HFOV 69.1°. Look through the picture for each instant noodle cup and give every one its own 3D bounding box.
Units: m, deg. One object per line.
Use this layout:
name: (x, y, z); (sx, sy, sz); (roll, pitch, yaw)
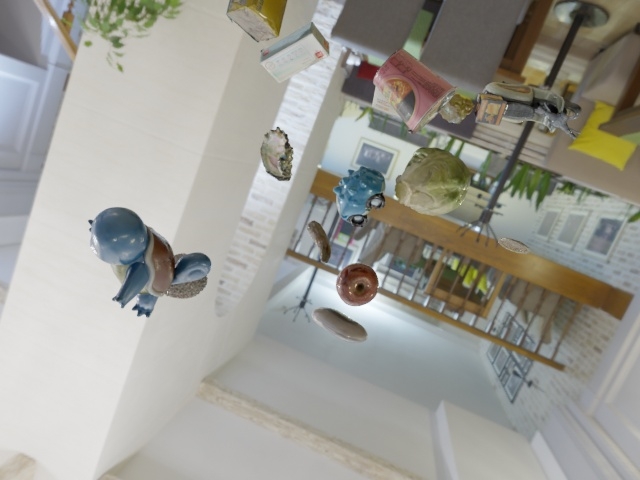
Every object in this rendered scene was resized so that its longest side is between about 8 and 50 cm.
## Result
instant noodle cup: (0.340, -0.565, 1.732); (0.255, 0.244, 0.244); (46, -167, 6)

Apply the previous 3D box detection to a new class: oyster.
oyster: (-0.205, -0.413, 2.268); (0.092, 0.259, 0.198); (-4, 164, -45)

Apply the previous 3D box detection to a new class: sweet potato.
sweet potato: (0.000, 0.000, 2.066); (0.075, 0.075, 0.273); (16, -148, -33)

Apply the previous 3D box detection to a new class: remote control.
remote control: (0.098, 0.437, 2.418); (0.332, 0.103, 0.221); (25, -168, 40)

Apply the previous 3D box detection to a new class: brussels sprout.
brussels sprout: (0.461, -0.237, 1.880); (0.274, 0.316, 0.242); (34, 147, 9)

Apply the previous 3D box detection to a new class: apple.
apple: (0.164, 0.198, 2.098); (0.201, 0.201, 0.162); (19, 180, -14)

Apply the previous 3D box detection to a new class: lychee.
lychee: (-0.488, 0.119, 1.604); (0.198, 0.165, 0.165); (28, -170, 6)

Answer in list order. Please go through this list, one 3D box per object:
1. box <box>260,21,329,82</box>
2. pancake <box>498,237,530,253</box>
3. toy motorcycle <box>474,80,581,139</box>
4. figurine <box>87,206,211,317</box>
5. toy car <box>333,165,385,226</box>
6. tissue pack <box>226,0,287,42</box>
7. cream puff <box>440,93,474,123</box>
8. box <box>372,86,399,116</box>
box: (-0.107, -0.762, 1.894); (0.270, 0.079, 0.135); (-18, 146, 29)
pancake: (0.668, 0.019, 1.601); (0.115, 0.011, 0.115); (26, 171, 4)
toy motorcycle: (0.519, -0.326, 1.155); (0.264, 0.090, 0.157); (10, -142, 5)
figurine: (-0.499, 0.070, 1.301); (0.416, 0.243, 0.297); (45, -160, -59)
toy car: (0.151, -0.195, 1.928); (0.190, 0.255, 0.188); (25, -135, -21)
tissue pack: (-0.218, -0.915, 1.730); (0.134, 0.270, 0.192); (6, 170, 34)
cream puff: (0.637, -0.627, 2.178); (0.146, 0.116, 0.146); (45, 163, 19)
box: (0.374, -0.632, 2.061); (0.274, 0.091, 0.220); (22, 169, 4)
